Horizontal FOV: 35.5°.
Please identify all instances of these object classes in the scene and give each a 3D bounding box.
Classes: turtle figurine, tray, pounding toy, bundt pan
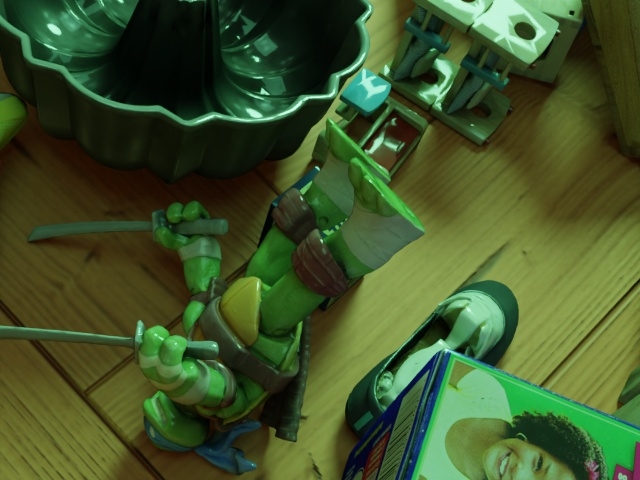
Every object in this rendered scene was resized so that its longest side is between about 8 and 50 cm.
[{"bbox_3d":[-0.081,0.017,0.712,0.266,0.198,0.274,-43,84,9],"label":"turtle figurine"},{"bbox_3d":[0.405,-0.288,1.021,0.076,0.203,0.411,12,49,43],"label":"tray"},{"bbox_3d":[0.235,-0.235,1.003,0.100,0.141,0.130,16,68,4],"label":"pounding toy"},{"bbox_3d":[-0.128,-0.180,0.871,0.331,0.124,0.331,9,52,-12],"label":"bundt pan"}]

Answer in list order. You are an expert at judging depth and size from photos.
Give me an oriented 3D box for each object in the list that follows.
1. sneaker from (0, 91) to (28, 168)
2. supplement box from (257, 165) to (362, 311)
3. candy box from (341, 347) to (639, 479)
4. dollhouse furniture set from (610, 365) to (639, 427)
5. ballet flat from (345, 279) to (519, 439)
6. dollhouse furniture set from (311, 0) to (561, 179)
[{"bbox_3d":[-0.293,-0.030,0.806,0.094,0.081,0.208,35,63,-5],"label":"sneaker"},{"bbox_3d":[0.000,0.000,0.839,0.083,0.083,0.056,43,63,11],"label":"supplement box"},{"bbox_3d":[0.173,0.216,0.651,0.317,0.268,0.122,21,63,0],"label":"candy box"},{"bbox_3d":[0.329,0.150,0.804,0.151,0.123,0.144,31,60,6],"label":"dollhouse furniture set"},{"bbox_3d":[0.103,0.091,0.820,0.203,0.074,0.074,-37,75,-27],"label":"ballet flat"},{"bbox_3d":[0.105,-0.135,0.909,0.129,0.129,0.183,34,59,7],"label":"dollhouse furniture set"}]
